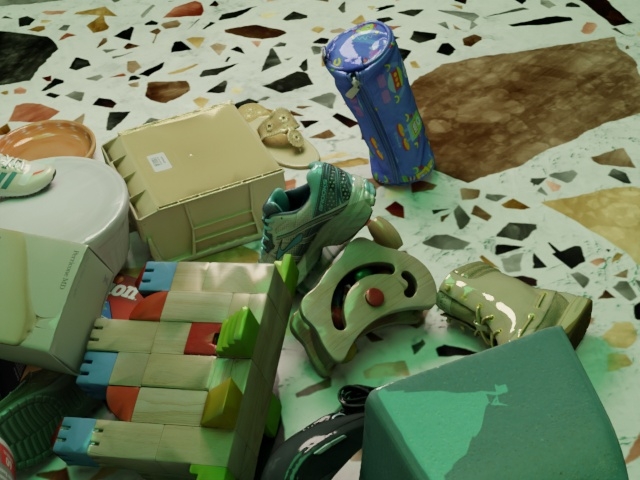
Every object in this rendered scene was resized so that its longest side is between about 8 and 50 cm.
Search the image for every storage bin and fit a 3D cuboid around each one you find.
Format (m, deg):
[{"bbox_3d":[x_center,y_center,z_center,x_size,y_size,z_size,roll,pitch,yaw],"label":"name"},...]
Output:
[{"bbox_3d":[-0.216,-0.102,1.690,0.260,0.123,0.262,-19,42,-16],"label":"storage bin"}]

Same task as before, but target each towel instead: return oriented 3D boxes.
[{"bbox_3d":[0.000,0.000,1.553,0.152,0.023,0.113,-48,45,13],"label":"towel"}]

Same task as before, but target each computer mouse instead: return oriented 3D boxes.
[{"bbox_3d":[-0.007,0.247,1.228,0.262,0.060,0.184,-36,7,-29],"label":"computer mouse"}]

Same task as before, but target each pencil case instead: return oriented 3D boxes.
[{"bbox_3d":[0.105,-0.225,1.672,0.119,0.306,0.133,-2,48,25],"label":"pencil case"}]

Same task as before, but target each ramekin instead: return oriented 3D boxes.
[{"bbox_3d":[-0.428,-0.009,1.551,0.273,0.127,0.273,-3,39,2],"label":"ramekin"}]

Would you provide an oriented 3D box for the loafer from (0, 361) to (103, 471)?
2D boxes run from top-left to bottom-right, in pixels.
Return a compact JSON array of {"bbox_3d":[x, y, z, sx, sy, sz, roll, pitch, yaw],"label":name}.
[{"bbox_3d":[-0.383,0.231,1.344,0.087,0.094,0.251,-3,23,41],"label":"loafer"}]

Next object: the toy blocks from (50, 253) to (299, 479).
[{"bbox_3d":[-0.198,0.173,1.307,0.261,0.190,0.381,1,57,18],"label":"toy blocks"}]

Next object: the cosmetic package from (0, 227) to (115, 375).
[{"bbox_3d":[-0.460,0.069,1.333,0.309,0.113,0.160,9,67,14],"label":"cosmetic package"}]

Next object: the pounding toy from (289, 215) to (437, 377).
[{"bbox_3d":[0.069,0.098,1.462,0.154,0.155,0.269,38,61,5],"label":"pounding toy"}]

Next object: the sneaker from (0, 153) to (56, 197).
[{"bbox_3d":[-0.499,-0.111,1.523,0.161,0.075,0.057,-5,38,2],"label":"sneaker"}]

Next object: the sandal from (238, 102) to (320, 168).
[{"bbox_3d":[-0.090,-0.222,1.855,0.088,0.079,0.240,-26,44,-23],"label":"sandal"}]

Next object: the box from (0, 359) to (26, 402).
[{"bbox_3d":[-0.517,0.161,1.423,0.156,0.093,0.158,0,41,5],"label":"box"}]

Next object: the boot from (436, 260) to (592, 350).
[{"bbox_3d":[0.242,0.131,1.382,0.203,0.095,0.262,24,45,29],"label":"boot"}]

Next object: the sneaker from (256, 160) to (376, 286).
[{"bbox_3d":[-0.047,-0.019,1.472,0.122,0.283,0.110,32,31,-22],"label":"sneaker"}]

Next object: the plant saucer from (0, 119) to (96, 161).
[{"bbox_3d":[-0.526,-0.163,1.860,0.200,0.037,0.200,-2,40,2],"label":"plant saucer"}]

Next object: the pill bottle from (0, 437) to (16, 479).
[{"bbox_3d":[-0.427,0.364,1.114,0.161,0.161,0.283,-13,41,-10],"label":"pill bottle"}]

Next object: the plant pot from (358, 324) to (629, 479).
[{"bbox_3d":[0.209,0.291,1.089,0.248,0.247,0.252,-17,51,-15],"label":"plant pot"}]

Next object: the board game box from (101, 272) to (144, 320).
[{"bbox_3d":[-0.397,0.091,1.547,0.281,0.027,0.145,14,42,21],"label":"board game box"}]
